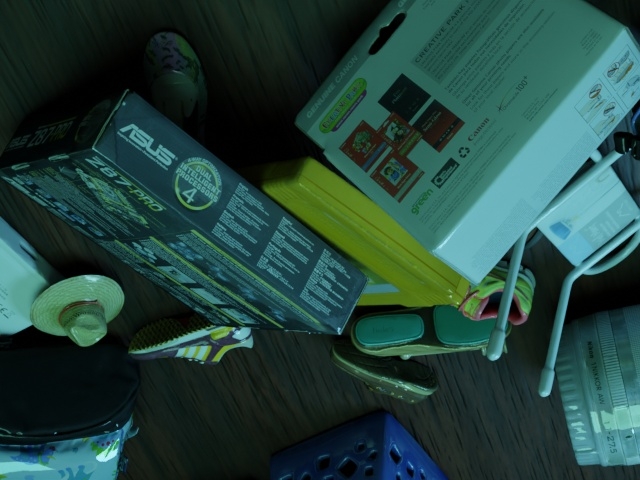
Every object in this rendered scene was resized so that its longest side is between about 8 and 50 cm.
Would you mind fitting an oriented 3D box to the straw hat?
[{"bbox_3d":[-0.336,0.116,1.785,0.144,0.061,0.144,-17,146,-12],"label":"straw hat"}]

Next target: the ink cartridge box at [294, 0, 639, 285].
[{"bbox_3d":[0.167,-0.159,1.416,0.309,0.272,0.130,-49,145,6],"label":"ink cartridge box"}]

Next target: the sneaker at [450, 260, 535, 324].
[{"bbox_3d":[0.201,0.065,1.735,0.208,0.094,0.081,10,132,-5],"label":"sneaker"}]

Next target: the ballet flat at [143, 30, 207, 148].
[{"bbox_3d":[-0.180,-0.152,1.573,0.077,0.079,0.221,1,130,3],"label":"ballet flat"}]

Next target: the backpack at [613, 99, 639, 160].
[{"bbox_3d":[0.512,-0.185,1.436,0.263,0.213,0.276,28,134,-13],"label":"backpack"}]

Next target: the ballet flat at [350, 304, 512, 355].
[{"bbox_3d":[0.161,0.129,1.821,0.232,0.080,0.073,-3,158,8],"label":"ballet flat"}]

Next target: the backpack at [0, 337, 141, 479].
[{"bbox_3d":[-0.432,0.336,1.911,0.290,0.273,0.355,-1,149,-23],"label":"backpack"}]

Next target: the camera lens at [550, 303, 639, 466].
[{"bbox_3d":[0.477,0.194,1.754,0.274,0.219,0.219,-12,129,13],"label":"camera lens"}]

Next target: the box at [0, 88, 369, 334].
[{"bbox_3d":[-0.180,-0.021,1.568,0.395,0.097,0.318,38,160,-26],"label":"box"}]

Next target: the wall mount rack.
[{"bbox_3d":[0.328,0.034,1.577,0.304,0.130,0.350,-42,146,8],"label":"wall mount rack"}]

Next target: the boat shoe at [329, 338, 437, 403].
[{"bbox_3d":[0.088,0.203,1.878,0.178,0.064,0.060,23,126,-20],"label":"boat shoe"}]

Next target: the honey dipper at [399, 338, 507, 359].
[{"bbox_3d":[0.197,0.162,1.864,0.161,0.030,0.030,-8,130,12],"label":"honey dipper"}]

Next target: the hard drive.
[{"bbox_3d":[-0.537,0.080,1.811,0.307,0.040,0.203,-26,125,22],"label":"hard drive"}]

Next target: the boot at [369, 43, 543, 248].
[{"bbox_3d":[0.166,-0.113,1.585,0.280,0.096,0.264,6,133,-1],"label":"boot"}]

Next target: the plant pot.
[{"bbox_3d":[0.065,0.448,1.994,0.236,0.212,0.236,-25,126,23],"label":"plant pot"}]

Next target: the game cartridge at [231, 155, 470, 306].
[{"bbox_3d":[0.000,0.000,1.598,0.285,0.052,0.324,35,162,-24],"label":"game cartridge"}]

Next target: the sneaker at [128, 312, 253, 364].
[{"bbox_3d":[-0.191,0.155,1.844,0.185,0.069,0.084,-17,123,17],"label":"sneaker"}]
